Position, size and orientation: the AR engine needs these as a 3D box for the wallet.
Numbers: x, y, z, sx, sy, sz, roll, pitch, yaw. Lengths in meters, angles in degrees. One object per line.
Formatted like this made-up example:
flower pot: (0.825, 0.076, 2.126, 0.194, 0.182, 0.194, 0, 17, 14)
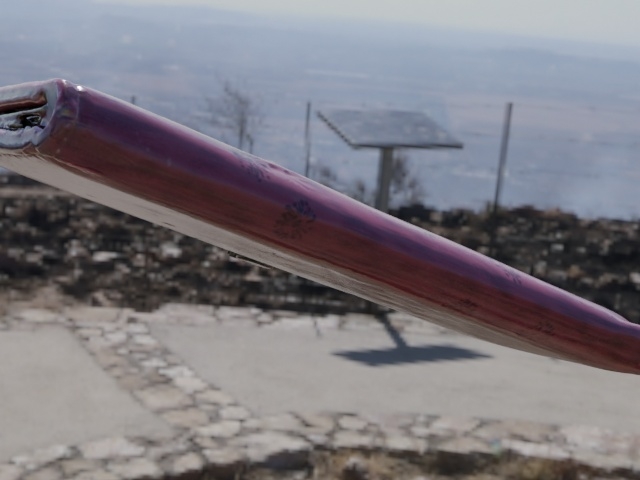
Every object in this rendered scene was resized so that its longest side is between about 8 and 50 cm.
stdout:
wallet: (0.000, 0.000, 0.397, 0.232, 0.025, 0.119, 21, -7, -28)
